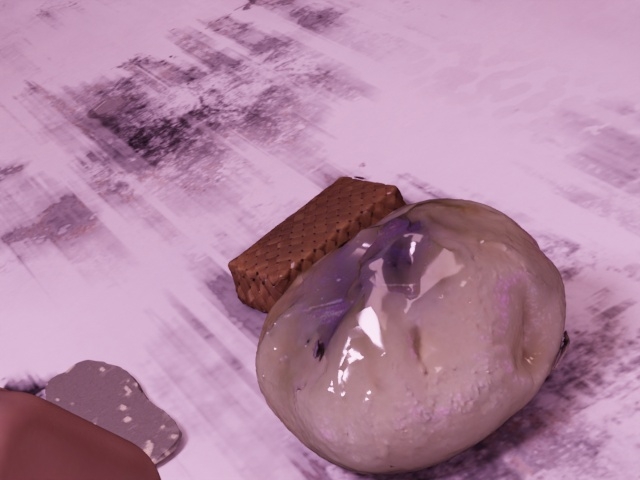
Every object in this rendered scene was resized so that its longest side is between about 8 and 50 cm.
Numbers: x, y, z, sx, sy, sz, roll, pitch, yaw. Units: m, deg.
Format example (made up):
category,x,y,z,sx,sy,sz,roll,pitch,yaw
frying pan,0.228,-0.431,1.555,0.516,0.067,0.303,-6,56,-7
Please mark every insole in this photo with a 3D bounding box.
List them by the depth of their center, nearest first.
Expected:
category,x,y,z,sx,sy,sz,roll,pitch,yaw
insole,-0.199,0.164,1.513,0.081,0.011,0.248,-33,28,-18

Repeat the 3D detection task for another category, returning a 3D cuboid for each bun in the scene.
category,x,y,z,sx,sy,sz,roll,pitch,yaw
bun,0.067,0.067,1.317,0.273,0.168,0.273,-25,27,13

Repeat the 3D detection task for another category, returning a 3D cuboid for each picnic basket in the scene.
category,x,y,z,sx,sy,sz,roll,pitch,yaw
picnic basket,0.000,0.000,1.613,0.193,0.055,0.110,-36,29,-28

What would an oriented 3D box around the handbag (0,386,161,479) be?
category,x,y,z,sx,sy,sz,roll,pitch,yaw
handbag,-0.206,0.264,1.073,0.149,0.283,0.302,-2,72,36
